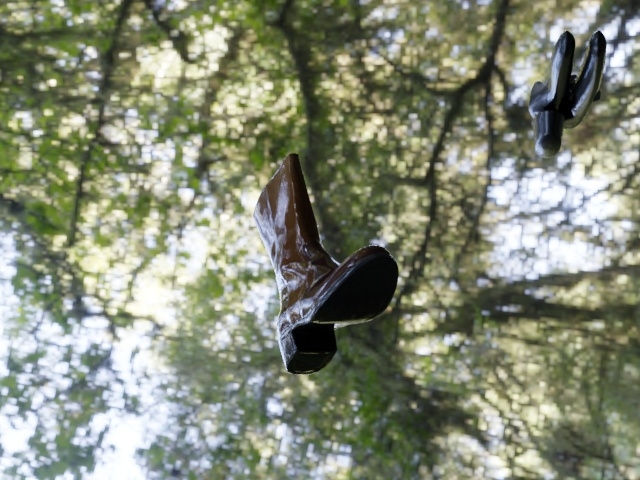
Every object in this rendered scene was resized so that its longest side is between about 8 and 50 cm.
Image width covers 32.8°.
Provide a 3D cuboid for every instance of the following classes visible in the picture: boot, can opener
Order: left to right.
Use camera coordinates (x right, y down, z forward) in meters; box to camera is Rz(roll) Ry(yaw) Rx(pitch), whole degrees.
[{"bbox_3d":[0.000,0.000,1.462,0.096,0.264,0.280,2,-125,-21],"label":"boot"},{"bbox_3d":[0.221,-0.135,0.951,0.186,0.059,0.073,87,178,-71],"label":"can opener"}]
